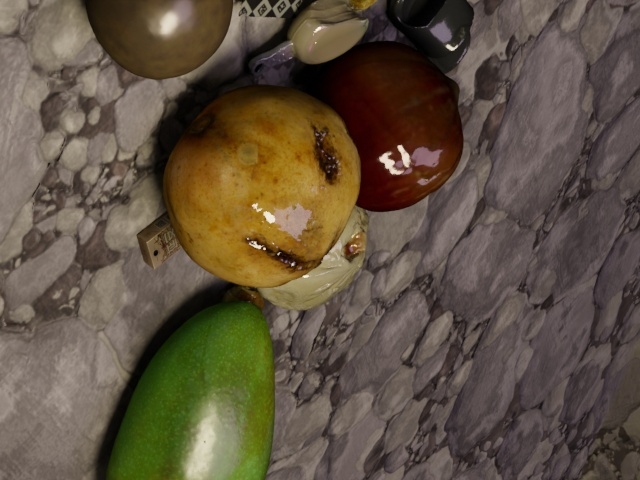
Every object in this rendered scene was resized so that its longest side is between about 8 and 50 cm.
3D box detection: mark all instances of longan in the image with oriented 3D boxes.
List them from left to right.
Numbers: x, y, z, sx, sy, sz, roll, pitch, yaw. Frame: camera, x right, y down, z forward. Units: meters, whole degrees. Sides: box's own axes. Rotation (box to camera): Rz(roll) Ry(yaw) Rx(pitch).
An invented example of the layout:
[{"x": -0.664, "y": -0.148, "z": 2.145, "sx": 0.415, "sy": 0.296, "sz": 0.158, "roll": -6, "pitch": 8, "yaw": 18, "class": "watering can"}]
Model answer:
[{"x": -0.173, "y": -0.275, "z": 1.488, "sx": 0.185, "sy": 0.159, "sz": 0.204, "roll": 80, "pitch": 10, "yaw": -68, "class": "longan"}]

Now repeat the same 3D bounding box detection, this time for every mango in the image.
[{"x": -0.166, "y": 0.264, "z": 1.911, "sx": 0.225, "sy": 0.201, "sz": 0.382, "roll": 18, "pitch": 95, "yaw": -26, "class": "mango"}]

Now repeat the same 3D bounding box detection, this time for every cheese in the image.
[{"x": -0.016, "y": -0.265, "z": 1.782, "sx": 0.171, "sy": 0.048, "sz": 0.092, "roll": -20, "pitch": 150, "yaw": -28, "class": "cheese"}]

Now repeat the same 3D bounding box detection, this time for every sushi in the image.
[{"x": -0.053, "y": -0.340, "z": 1.715, "sx": 0.120, "sy": 0.026, "sz": 0.126, "roll": -8, "pitch": 128, "yaw": -55, "class": "sushi"}]

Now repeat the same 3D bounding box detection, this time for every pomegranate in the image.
[{"x": -0.071, "y": -0.070, "z": 1.723, "sx": 0.260, "sy": 0.260, "sz": 0.260, "roll": -35, "pitch": 141, "yaw": -34, "class": "pomegranate"}]

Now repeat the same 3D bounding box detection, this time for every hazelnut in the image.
[{"x": 0.089, "y": -0.161, "z": 1.868, "sx": 0.229, "sy": 0.229, "sz": 0.229, "roll": -35, "pitch": 141, "yaw": -34, "class": "hazelnut"}]

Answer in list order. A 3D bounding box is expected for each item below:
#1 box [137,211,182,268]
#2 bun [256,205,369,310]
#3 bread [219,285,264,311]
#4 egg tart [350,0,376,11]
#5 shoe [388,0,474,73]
[{"x": -0.199, "y": -0.008, "z": 1.794, "sx": 0.083, "sy": 0.024, "sz": 0.053, "roll": -43, "pitch": 145, "yaw": -27, "class": "box"}, {"x": 0.000, "y": 0.000, "z": 1.963, "sx": 0.220, "sy": 0.134, "sz": 0.220, "roll": -36, "pitch": 135, "yaw": -47, "class": "bun"}, {"x": -0.118, "y": 0.114, "z": 1.979, "sx": 0.066, "sy": 0.060, "sz": 0.110, "roll": 2, "pitch": 120, "yaw": -20, "class": "bread"}, {"x": 0.055, "y": -0.355, "z": 1.836, "sx": 0.105, "sy": 0.039, "sz": 0.105, "roll": -34, "pitch": 141, "yaw": -34, "class": "egg tart"}, {"x": 0.186, "y": -0.314, "z": 2.008, "sx": 0.108, "sy": 0.093, "sz": 0.241, "roll": -54, "pitch": 150, "yaw": -4, "class": "shoe"}]
